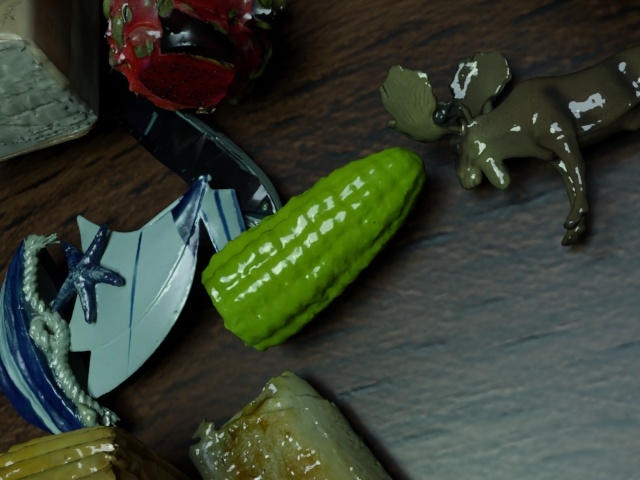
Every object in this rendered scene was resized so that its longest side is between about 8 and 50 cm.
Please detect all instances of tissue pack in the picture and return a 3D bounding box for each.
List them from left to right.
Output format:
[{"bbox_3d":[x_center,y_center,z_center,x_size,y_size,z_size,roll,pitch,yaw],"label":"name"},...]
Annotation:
[{"bbox_3d":[-0.350,-0.250,0.820,0.238,0.238,0.306,-21,55,20],"label":"tissue pack"}]

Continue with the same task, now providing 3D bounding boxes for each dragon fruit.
[{"bbox_3d":[-0.105,-0.209,0.766,0.166,0.160,0.172,-6,64,19],"label":"dragon fruit"}]

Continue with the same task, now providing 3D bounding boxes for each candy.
[{"bbox_3d":[0.000,0.000,0.693,0.209,0.097,0.097,-40,63,9],"label":"candy"}]

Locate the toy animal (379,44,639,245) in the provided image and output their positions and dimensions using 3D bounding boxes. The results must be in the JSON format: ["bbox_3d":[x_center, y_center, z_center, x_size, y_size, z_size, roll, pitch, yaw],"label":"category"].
[{"bbox_3d":[0.167,-0.089,0.645,0.214,0.094,0.186,-24,71,11],"label":"toy animal"}]

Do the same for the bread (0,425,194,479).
[{"bbox_3d":[-0.151,0.239,0.630,0.139,0.240,0.240,-40,62,0],"label":"bread"}]

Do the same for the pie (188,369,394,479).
[{"bbox_3d":[0.009,0.220,0.642,0.128,0.068,0.282,-42,60,-3],"label":"pie"}]

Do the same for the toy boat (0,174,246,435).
[{"bbox_3d":[-0.205,0.039,0.792,0.210,0.070,0.292,37,99,26],"label":"toy boat"}]

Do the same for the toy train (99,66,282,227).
[{"bbox_3d":[-0.113,-0.083,0.801,0.252,0.048,0.055,41,106,24],"label":"toy train"}]
